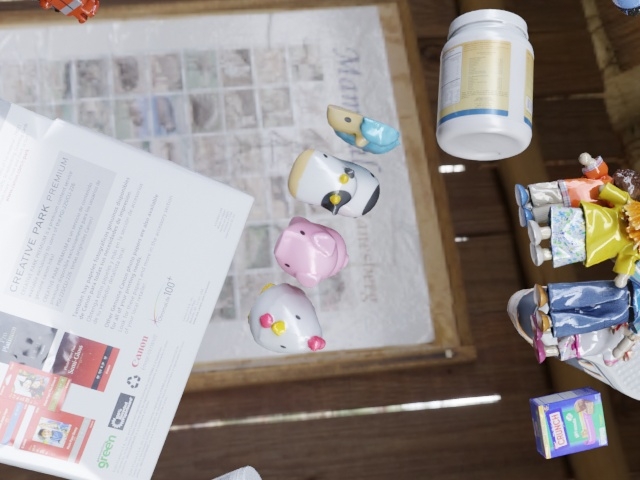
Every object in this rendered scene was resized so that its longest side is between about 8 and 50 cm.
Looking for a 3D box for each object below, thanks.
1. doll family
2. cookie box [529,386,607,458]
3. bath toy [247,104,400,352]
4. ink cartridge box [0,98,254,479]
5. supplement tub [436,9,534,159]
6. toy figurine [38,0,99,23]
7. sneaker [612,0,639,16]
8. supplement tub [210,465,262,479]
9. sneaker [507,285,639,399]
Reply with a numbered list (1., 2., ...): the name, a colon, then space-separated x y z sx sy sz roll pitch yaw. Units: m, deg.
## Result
1. doll family: 0.316 0.039 0.854 0.118 0.163 0.263 -84 164 -74
2. cookie box: 0.404 0.297 1.276 0.040 0.107 0.092 -147 -134 -82
3. bath toy: 0.000 0.000 1.044 0.129 0.151 0.348 33 -75 50
4. ink cartridge box: -0.252 0.050 0.758 0.130 0.272 0.309 9 -103 67
5. supplement tub: 0.257 -0.239 1.218 0.144 0.144 0.200 115 -18 -75
6. toy figurine: -0.438 -0.498 1.337 0.209 0.148 0.213 -55 -138 0
7. sneaker: 0.524 -0.413 1.295 0.090 0.081 0.232 50 30 -17
8. supplement tub: -0.133 0.355 1.052 0.071 0.107 0.071 60 13 -24
9. sneaker: 0.442 0.154 1.255 0.126 0.321 0.127 -62 -157 -1
